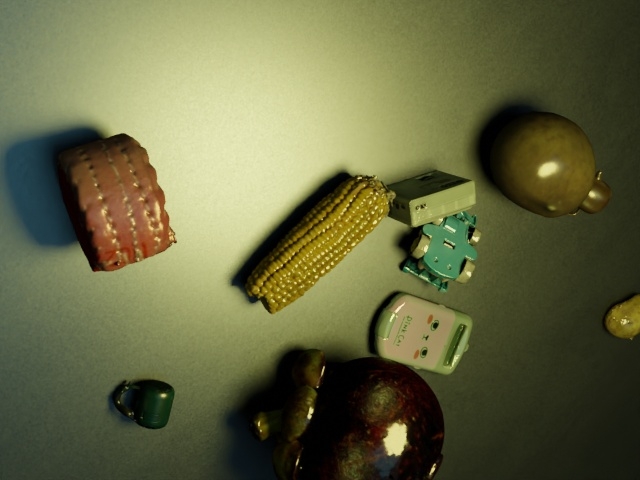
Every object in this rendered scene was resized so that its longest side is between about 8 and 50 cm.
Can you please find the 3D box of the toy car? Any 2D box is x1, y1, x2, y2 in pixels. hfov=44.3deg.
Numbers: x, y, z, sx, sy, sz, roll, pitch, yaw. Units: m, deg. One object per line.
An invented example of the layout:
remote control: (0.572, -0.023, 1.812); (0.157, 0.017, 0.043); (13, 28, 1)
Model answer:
toy car: (0.237, 0.010, 1.543); (0.126, 0.098, 0.161); (28, 59, -10)

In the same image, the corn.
corn: (0.001, 0.000, 1.387); (0.318, 0.115, 0.115); (-43, 120, -12)

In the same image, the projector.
projector: (0.198, -0.077, 1.466); (0.147, 0.115, 0.061); (-18, 114, -24)

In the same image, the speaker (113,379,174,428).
speaker: (-0.297, 0.275, 1.326); (0.094, 0.060, 0.075); (10, 98, -30)

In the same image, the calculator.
calculator: (0.211, 0.190, 1.591); (0.246, 0.045, 0.141); (21, 94, -32)

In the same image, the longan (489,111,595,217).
longan: (0.433, -0.150, 1.534); (0.220, 0.196, 0.196); (30, 89, -23)

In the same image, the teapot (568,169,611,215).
teapot: (0.568, -0.100, 1.692); (0.068, 0.076, 0.121); (32, 117, -22)

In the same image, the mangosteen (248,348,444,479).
mangosteen: (0.068, 0.358, 1.427); (0.330, 0.330, 0.330); (-8, 108, -27)

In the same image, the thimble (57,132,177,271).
thimble: (-0.307, -0.057, 1.168); (0.125, 0.163, 0.189); (-20, 99, -23)

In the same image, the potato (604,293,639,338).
potato: (0.735, 0.180, 1.859); (0.138, 0.070, 0.091); (-24, 115, -21)
